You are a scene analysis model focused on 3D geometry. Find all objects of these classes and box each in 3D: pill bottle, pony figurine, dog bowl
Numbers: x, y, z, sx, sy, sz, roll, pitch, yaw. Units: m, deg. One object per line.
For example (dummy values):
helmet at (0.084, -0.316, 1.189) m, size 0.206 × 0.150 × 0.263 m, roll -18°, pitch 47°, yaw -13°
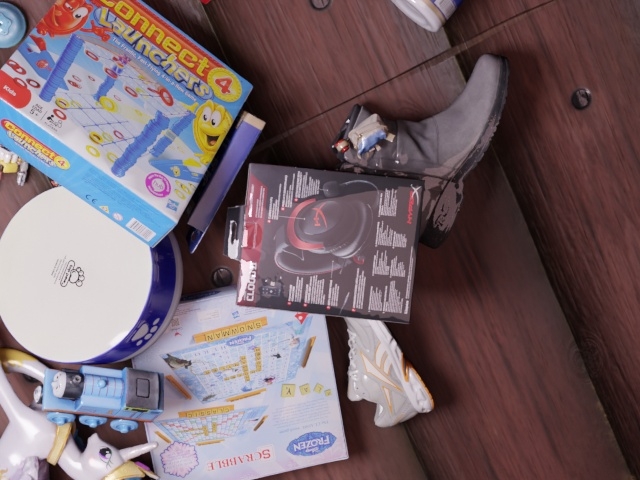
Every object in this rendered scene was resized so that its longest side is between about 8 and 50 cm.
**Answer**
pill bottle at (0.197, -0.426, 1.661) m, size 0.112 × 0.112 × 0.186 m, roll 40°, pitch 91°, yaw -15°
pony figurine at (-0.471, 0.348, 1.628) m, size 0.363 × 0.303 × 0.351 m, roll 41°, pitch 82°, yaw -1°
dog bowl at (-0.343, 0.052, 1.592) m, size 0.265 × 0.104 × 0.264 m, roll -2°, pitch 84°, yaw 17°

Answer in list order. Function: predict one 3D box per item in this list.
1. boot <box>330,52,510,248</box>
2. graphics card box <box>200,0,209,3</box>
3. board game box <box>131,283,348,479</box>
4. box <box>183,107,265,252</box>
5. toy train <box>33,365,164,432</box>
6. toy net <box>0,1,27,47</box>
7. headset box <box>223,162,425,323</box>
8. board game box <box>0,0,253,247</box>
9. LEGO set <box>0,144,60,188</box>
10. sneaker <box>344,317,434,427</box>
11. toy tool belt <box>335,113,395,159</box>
boot at (0.148, -0.172, 1.707) m, size 0.223 × 0.118 × 0.338 m, roll 23°, pitch 88°, yaw -4°
graphics card box at (-0.153, -0.565, 1.577) m, size 0.233 × 0.094 × 0.371 m, roll 35°, pitch 92°, yaw -15°
board game box at (-0.136, 0.232, 1.749) m, size 0.319 × 0.066 × 0.317 m, roll -10°, pitch 102°, yaw -9°
box at (-0.160, -0.095, 1.644) m, size 0.037 × 0.136 × 0.225 m, roll 27°, pitch 95°, yaw -15°
toy train at (-0.320, 0.227, 1.578) m, size 0.184 × 0.105 × 0.080 m, roll 13°, pitch 55°, yaw -27°
toy net at (-0.524, -0.382, 1.570) m, size 0.122 × 0.045 × 0.232 m, roll -22°, pitch 103°, yaw -4°
headset box at (0.000, 0.000, 1.631) m, size 0.293 × 0.110 × 0.218 m, roll 5°, pitch 93°, yaw 2°
board game box at (-0.286, -0.197, 1.533) m, size 0.308 × 0.086 × 0.302 m, roll 36°, pitch 49°, yaw -15°
LEGO set at (-0.447, -0.094, 1.605) m, size 0.287 × 0.132 × 0.107 m, roll -2°, pitch 116°, yaw -44°
sneaker at (0.080, 0.201, 1.772) m, size 0.121 × 0.099 × 0.262 m, roll -32°, pitch 104°, yaw 1°
toy tool belt at (0.069, -0.150, 1.647) m, size 0.083 × 0.052 × 0.051 m, roll -38°, pitch 81°, yaw 6°
